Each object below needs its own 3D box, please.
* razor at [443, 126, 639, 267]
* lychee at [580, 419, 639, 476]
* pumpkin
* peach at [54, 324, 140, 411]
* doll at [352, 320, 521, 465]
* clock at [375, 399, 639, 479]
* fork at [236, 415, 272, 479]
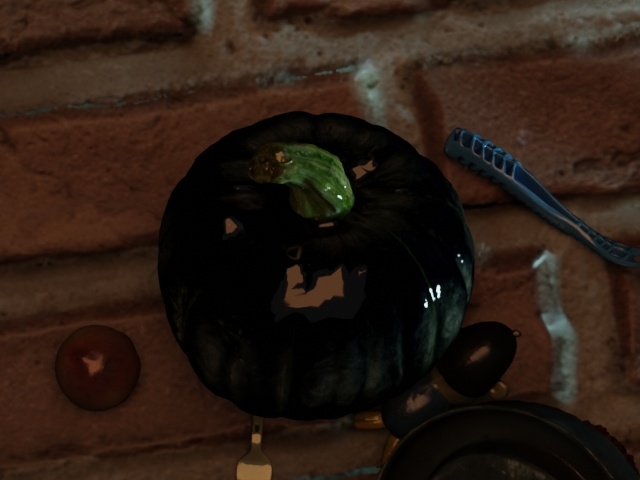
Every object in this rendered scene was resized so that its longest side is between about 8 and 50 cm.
[{"bbox_3d":[0.230,-0.032,1.884,0.253,0.042,0.082,32,36,4],"label":"razor"},{"bbox_3d":[0.231,0.223,1.795,0.129,0.123,0.123,13,76,-34],"label":"lychee"},{"bbox_3d":[0.000,0.000,1.741,0.295,0.296,0.296,1,78,-3],"label":"pumpkin"},{"bbox_3d":[-0.207,0.118,1.811,0.083,0.083,0.083,1,78,-3],"label":"peach"},{"bbox_3d":[0.115,0.136,1.826,0.179,0.089,0.102,-37,82,14],"label":"doll"},{"bbox_3d":[0.173,0.277,1.731,0.280,0.055,0.281,6,102,32],"label":"clock"},{"bbox_3d":[-0.061,0.157,1.841,0.034,0.028,0.219,1,74,5],"label":"fork"}]
